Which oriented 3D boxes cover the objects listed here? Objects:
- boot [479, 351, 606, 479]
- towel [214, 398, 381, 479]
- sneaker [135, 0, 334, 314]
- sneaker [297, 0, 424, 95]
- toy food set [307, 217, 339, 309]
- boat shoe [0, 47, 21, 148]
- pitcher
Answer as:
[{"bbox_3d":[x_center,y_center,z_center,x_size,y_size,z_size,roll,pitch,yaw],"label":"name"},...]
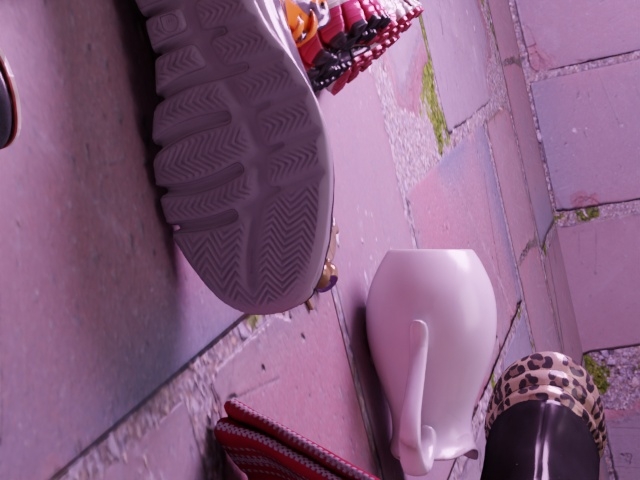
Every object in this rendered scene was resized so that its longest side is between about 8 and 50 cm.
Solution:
[{"bbox_3d":[0.207,0.319,1.157,0.377,0.138,0.284,79,20,-45],"label":"boot"},{"bbox_3d":[0.039,0.237,0.785,0.031,0.199,0.275,-42,128,-25],"label":"towel"},{"bbox_3d":[-0.038,-0.114,0.812,0.180,0.124,0.321,-13,93,-71],"label":"sneaker"},{"bbox_3d":[0.012,-0.207,1.043,0.112,0.121,0.299,48,11,3],"label":"sneaker"},{"bbox_3d":[0.000,0.000,1.026,0.122,0.019,0.078,-77,151,-50],"label":"toy food set"},{"bbox_3d":[-0.177,-0.092,0.508,0.043,0.049,0.137,-67,140,-54],"label":"boat shoe"},{"bbox_3d":[0.101,0.111,1.101,0.178,0.125,0.207,8,82,-78],"label":"pitcher"}]
